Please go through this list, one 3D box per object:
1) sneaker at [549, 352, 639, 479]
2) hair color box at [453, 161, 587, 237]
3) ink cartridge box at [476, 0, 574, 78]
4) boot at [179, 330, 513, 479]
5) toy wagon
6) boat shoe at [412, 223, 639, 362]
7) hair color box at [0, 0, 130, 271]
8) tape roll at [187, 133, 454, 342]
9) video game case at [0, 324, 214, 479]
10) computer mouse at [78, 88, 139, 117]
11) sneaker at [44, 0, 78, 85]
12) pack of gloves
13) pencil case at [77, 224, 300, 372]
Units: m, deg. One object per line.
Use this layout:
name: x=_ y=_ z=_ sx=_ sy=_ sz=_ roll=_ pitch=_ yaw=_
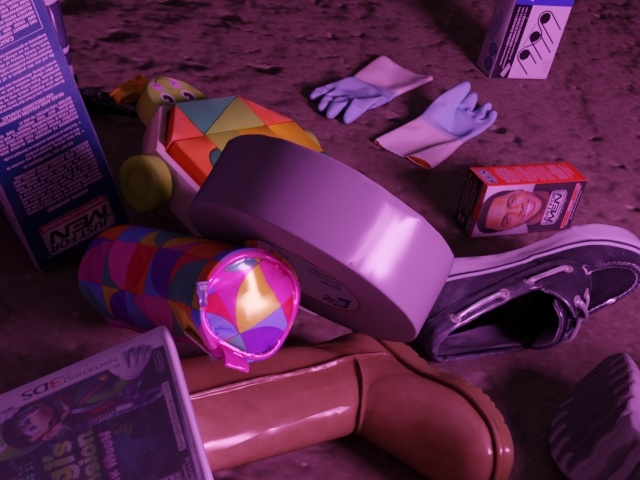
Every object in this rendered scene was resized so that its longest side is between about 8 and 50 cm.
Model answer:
sneaker: x=0.280 y=0.207 z=1.258 sx=0.115 sy=0.105 sz=0.281 roll=38 pitch=22 yaw=-21
hair color box: x=0.226 y=-0.046 z=1.637 sx=0.141 sy=0.072 sz=0.043 roll=-5 pitch=36 yaw=-29
ink cartridge box: x=0.291 y=-0.321 z=1.978 sx=0.097 sy=0.207 sz=0.046 roll=-3 pitch=35 yaw=-27
boot: x=-0.012 y=0.158 z=1.193 sx=0.270 sy=0.089 sz=0.236 roll=-7 pitch=25 yaw=-34
toy wagon: x=-0.080 y=-0.065 z=1.451 sx=0.344 sy=0.068 sz=0.267 roll=46 pitch=32 yaw=19
boat shoe: x=0.217 y=0.060 z=1.427 sx=0.301 sy=0.108 sz=0.102 roll=-7 pitch=37 yaw=-29
hair color box: x=-0.295 y=-0.156 z=1.309 sx=0.105 sy=0.347 sz=0.174 roll=-29 pitch=47 yaw=-15
tape roll: x=0.000 y=0.000 z=1.213 sx=0.219 sy=0.219 sz=0.072 roll=25 pitch=74 yaw=16
video game case: x=-0.177 y=0.158 z=1.090 sx=0.173 sy=0.022 sz=0.190 roll=-23 pitch=38 yaw=-1
computer mouse: x=-0.173 y=-0.124 z=1.626 sx=0.242 sy=0.041 sz=0.071 roll=18 pitch=21 yaw=18
sneaker: x=-0.394 y=-0.198 z=1.602 sx=0.282 sy=0.153 sz=0.099 roll=-5 pitch=24 yaw=28
pack of gloves: x=0.111 y=-0.183 z=1.833 sx=0.195 sy=0.046 sz=0.232 roll=28 pitch=33 yaw=19
pencil case: x=-0.117 y=0.043 z=1.234 sx=0.104 sy=0.104 sz=0.236 roll=-7 pitch=10 yaw=-33
